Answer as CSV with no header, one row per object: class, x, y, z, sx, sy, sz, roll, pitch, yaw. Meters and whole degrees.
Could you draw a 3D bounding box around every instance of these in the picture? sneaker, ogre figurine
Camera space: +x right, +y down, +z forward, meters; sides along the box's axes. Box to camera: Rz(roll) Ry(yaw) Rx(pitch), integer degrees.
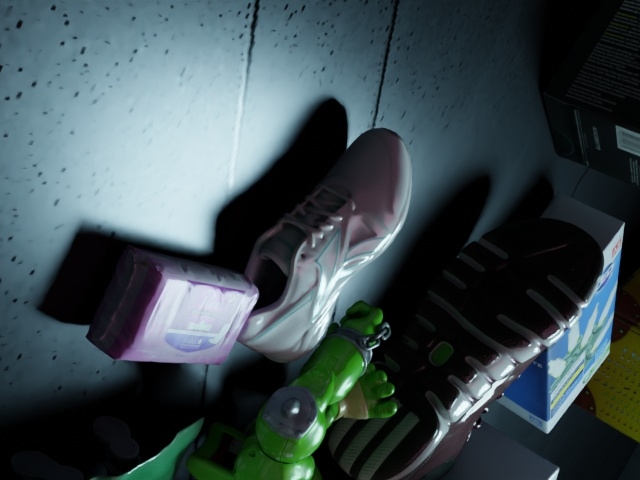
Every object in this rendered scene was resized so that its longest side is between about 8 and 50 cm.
sneaker,0.124,0.108,0.688,0.281,0.106,0.162,-39,150,-13
sneaker,0.000,0.000,0.452,0.152,0.053,0.061,-59,146,0
ogre figurine,-0.022,0.141,0.505,0.197,0.097,0.118,-46,171,24

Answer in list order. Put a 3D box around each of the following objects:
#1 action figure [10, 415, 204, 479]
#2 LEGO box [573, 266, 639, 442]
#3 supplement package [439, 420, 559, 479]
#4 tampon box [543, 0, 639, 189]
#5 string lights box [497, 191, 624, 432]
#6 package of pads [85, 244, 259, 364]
action figure,-0.136,0.209,0.423,0.137,0.063,0.232,-13,122,-52
LEGO box,0.678,0.201,1.148,0.372,0.500,0.193,-28,136,-39
supplement package,0.119,0.304,0.790,0.133,0.139,0.244,-29,136,-40
tampon box,0.282,-0.144,0.680,0.161,0.101,0.120,-56,149,-6
string lights box,0.245,0.085,0.843,0.133,0.076,0.260,-46,146,-18
package of pads,-0.072,0.034,0.398,0.083,0.032,0.050,18,102,-58
